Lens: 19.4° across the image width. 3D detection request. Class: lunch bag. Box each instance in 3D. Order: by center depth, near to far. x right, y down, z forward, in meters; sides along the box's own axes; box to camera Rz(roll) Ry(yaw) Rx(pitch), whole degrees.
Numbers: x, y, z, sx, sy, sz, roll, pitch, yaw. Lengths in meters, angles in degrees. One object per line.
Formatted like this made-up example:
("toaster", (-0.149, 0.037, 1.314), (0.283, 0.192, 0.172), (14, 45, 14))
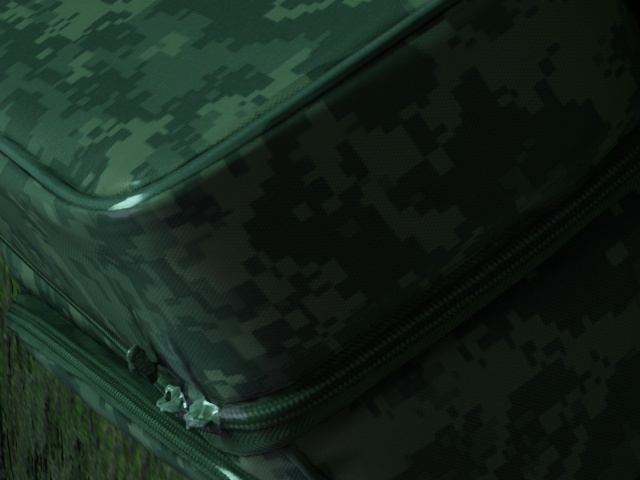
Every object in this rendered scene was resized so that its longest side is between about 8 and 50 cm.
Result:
("lunch bag", (0.000, 0.000, 0.716), (0.305, 0.212, 0.256), (28, 153, 55))
